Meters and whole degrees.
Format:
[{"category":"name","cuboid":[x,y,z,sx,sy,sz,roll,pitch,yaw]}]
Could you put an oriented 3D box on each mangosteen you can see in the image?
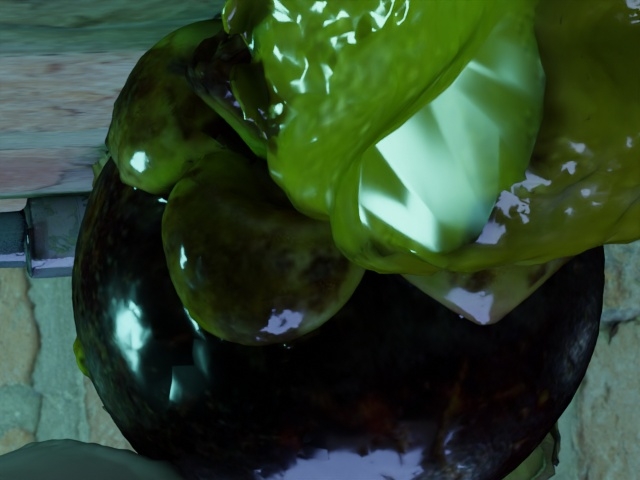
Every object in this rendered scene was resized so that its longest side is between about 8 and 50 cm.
[{"category":"mangosteen","cuboid":[0.000,0.000,0.687,0.192,0.192,0.217,-4,154,12]}]

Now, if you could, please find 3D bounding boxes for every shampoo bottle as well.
[{"category":"shampoo bottle","cuboid":[-0.175,-0.005,1.575,0.214,0.072,0.072,-4,178,-15]}]

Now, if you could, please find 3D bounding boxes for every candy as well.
[{"category":"candy","cuboid":[0.087,-0.053,0.379,0.199,0.094,0.106,-11,-179,-30]}]

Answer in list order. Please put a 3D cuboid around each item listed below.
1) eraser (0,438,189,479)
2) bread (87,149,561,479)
[{"category":"eraser","cuboid":[-0.159,0.148,0.583,0.270,0.094,0.174,-19,-163,-34]},{"category":"bread","cuboid":[-0.018,0.065,1.245,0.248,0.279,0.315,-11,167,-11]}]
